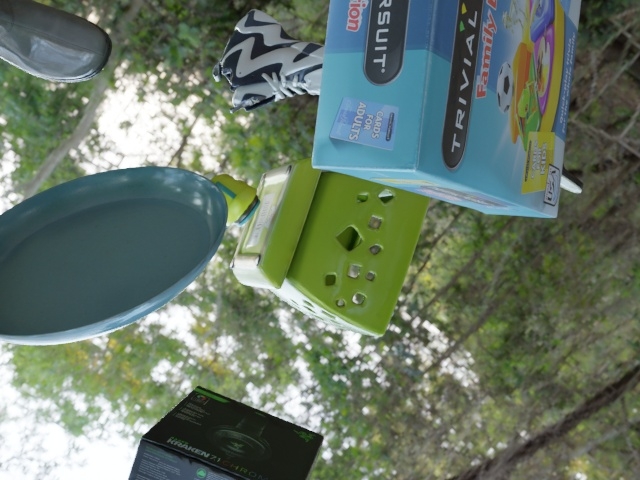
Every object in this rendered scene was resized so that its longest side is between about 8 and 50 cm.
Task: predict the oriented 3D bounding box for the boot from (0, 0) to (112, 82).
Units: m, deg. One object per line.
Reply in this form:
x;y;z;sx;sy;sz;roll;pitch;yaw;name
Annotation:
-0.368;-0.242;0.839;0.246;0.084;0.161;19;-175;0;boot

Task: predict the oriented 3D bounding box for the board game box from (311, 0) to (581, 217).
0.125;-0.158;0.613;0.079;0.254;0.336;6;180;31;board game box

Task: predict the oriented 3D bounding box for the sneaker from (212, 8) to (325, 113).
-0.060;-0.231;1.150;0.235;0.153;0.094;35;170;11;sneaker

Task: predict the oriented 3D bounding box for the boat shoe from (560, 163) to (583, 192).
0.433;-0.136;1.425;0.133;0.042;0.049;37;170;13;boat shoe

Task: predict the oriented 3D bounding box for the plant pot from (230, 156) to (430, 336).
0.000;0.000;1.154;0.207;0.228;0.227;21;172;-20;plant pot

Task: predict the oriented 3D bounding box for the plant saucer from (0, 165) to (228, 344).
-0.255;0.014;0.862;0.318;0.317;0.044;-125;20;-54;plant saucer

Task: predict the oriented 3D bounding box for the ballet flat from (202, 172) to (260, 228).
-0.136;-0.056;1.043;0.077;0.077;0.231;36;171;-10;ballet flat

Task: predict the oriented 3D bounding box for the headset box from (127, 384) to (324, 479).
-0.141;0.364;1.219;0.246;0.131;0.283;20;-172;7;headset box
